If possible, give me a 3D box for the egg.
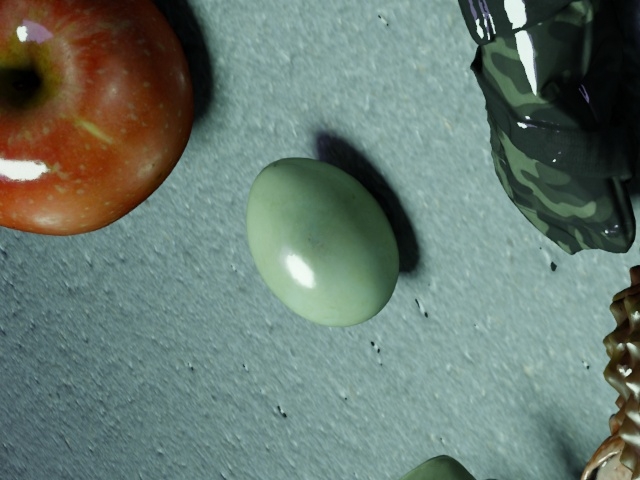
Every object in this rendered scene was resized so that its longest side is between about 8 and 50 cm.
[{"bbox_3d":[0.000,0.000,1.552,0.152,0.114,0.114,57,154,11],"label":"egg"}]

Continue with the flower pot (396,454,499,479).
[{"bbox_3d":[0.157,0.330,1.421,0.367,0.165,0.254,49,165,28],"label":"flower pot"}]

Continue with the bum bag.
[{"bbox_3d":[0.140,-0.127,1.198,0.144,0.095,0.340,-132,25,-54],"label":"bum bag"}]

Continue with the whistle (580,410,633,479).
[{"bbox_3d":[0.282,0.174,1.240,0.346,0.134,0.142,-19,59,56],"label":"whistle"}]

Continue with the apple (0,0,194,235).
[{"bbox_3d":[-0.243,-0.125,1.695,0.260,0.260,0.216,51,177,15],"label":"apple"}]

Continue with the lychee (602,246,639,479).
[{"bbox_3d":[0.286,0.086,0.941,0.330,0.306,0.306,26,139,54],"label":"lychee"}]
